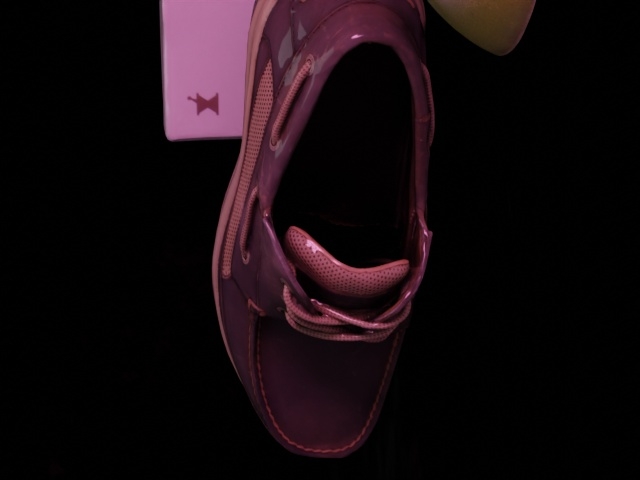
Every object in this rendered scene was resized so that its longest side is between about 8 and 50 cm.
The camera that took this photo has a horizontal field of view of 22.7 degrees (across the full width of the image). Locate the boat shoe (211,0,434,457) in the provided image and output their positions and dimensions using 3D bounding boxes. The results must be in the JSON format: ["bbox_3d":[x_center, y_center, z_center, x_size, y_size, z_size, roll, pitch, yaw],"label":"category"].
[{"bbox_3d":[0.000,0.000,0.975,0.130,0.132,0.355,-100,9,-59],"label":"boat shoe"}]

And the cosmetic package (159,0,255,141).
[{"bbox_3d":[-0.073,-0.234,1.508,0.453,0.162,0.230,-116,25,-77],"label":"cosmetic package"}]

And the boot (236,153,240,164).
[{"bbox_3d":[0.000,-0.073,1.128,0.197,0.077,0.137,-62,-4,-8],"label":"boot"}]

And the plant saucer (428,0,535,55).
[{"bbox_3d":[0.065,-0.205,0.725,0.241,0.037,0.240,179,90,-85],"label":"plant saucer"}]
